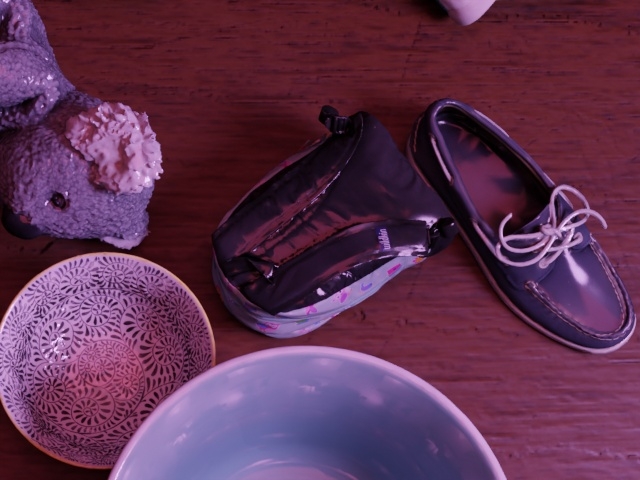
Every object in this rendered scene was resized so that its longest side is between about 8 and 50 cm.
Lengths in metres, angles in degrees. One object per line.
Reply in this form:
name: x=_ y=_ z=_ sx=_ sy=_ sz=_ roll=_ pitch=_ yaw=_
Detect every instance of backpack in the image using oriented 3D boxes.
backpack: x=0.000 y=0.000 z=1.454 sx=0.182 sy=0.115 sz=0.152 roll=-35 pitch=71 yaw=-14

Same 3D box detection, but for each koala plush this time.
koala plush: x=-0.222 y=-0.080 z=1.412 sx=0.221 sy=0.196 sz=0.203 roll=29 pitch=63 yaw=5

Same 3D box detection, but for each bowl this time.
bowl: x=-0.169 y=0.101 z=1.421 sx=0.170 sy=0.080 sz=0.170 roll=2 pitch=74 yaw=-7
bowl: x=-0.017 y=0.245 z=1.360 sx=0.311 sy=0.163 sz=0.312 roll=2 pitch=75 yaw=-7

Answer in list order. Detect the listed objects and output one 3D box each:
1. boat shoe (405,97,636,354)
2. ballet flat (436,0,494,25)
boat shoe: x=0.171 y=-0.015 z=1.497 sx=0.095 sy=0.079 sz=0.254 roll=-35 pitch=82 yaw=-15
ballet flat: x=0.258 y=-0.300 z=1.574 sx=0.400 sy=0.139 sz=0.139 roll=-25 pitch=80 yaw=-9
